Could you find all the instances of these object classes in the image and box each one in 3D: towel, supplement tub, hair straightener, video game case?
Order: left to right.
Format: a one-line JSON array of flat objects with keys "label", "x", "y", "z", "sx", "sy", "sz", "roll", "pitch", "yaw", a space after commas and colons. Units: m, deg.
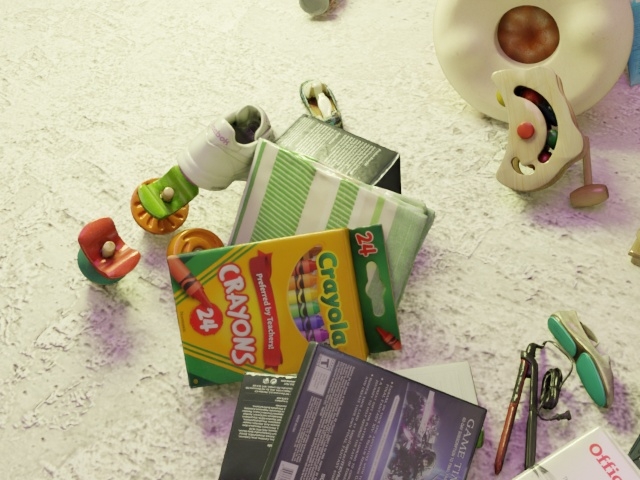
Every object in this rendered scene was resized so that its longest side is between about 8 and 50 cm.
[{"label": "supplement tub", "x": -0.002, "y": -0.602, "z": 1.770, "sx": 0.106, "sy": 0.106, "sz": 0.197, "roll": 1, "pitch": 52, "yaw": 9}, {"label": "towel", "x": 0.000, "y": 0.000, "z": 1.238, "sx": 0.325, "sy": 0.247, "sz": 0.038, "roll": 26, "pitch": 17, "yaw": 25}, {"label": "video game case", "x": 0.072, "y": 0.262, "z": 0.965, "sx": 0.026, "sy": 0.274, "sz": 0.196, "roll": 0, "pitch": 67, "yaw": 63}, {"label": "hair straightener", "x": 0.313, "y": 0.237, "z": 1.100, "sx": 0.089, "sy": 0.047, "sz": 0.230, "roll": 12, "pitch": 50, "yaw": 17}]

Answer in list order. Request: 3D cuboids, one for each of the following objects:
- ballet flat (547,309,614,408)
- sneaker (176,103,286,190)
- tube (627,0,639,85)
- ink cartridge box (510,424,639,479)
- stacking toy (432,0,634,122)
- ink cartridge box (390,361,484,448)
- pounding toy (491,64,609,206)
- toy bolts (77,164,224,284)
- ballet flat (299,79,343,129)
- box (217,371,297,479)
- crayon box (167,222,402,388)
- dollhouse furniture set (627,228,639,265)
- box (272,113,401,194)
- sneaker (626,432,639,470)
[{"label": "ballet flat", "x": 0.394, "y": 0.166, "z": 1.133, "sx": 0.053, "sy": 0.057, "sz": 0.168, "roll": -12, "pitch": 51, "yaw": -14}, {"label": "sneaker", "x": -0.110, "y": -0.167, "z": 1.356, "sx": 0.114, "sy": 0.152, "sz": 0.305, "roll": 49, "pitch": 29, "yaw": 10}, {"label": "tube", "x": 0.614, "y": -0.409, "z": 1.499, "sx": 0.080, "sy": 0.052, "sz": 0.207, "roll": -15, "pitch": 95, "yaw": -1}, {"label": "ink cartridge box", "x": 0.292, "y": 0.363, "z": 0.927, "sx": 0.237, "sy": 0.100, "sz": 0.172, "roll": -33, "pitch": 53, "yaw": 0}, {"label": "stacking toy", "x": 0.448, "y": -0.471, "z": 1.518, "sx": 0.351, "sy": 0.350, "sz": 0.480, "roll": 15, "pitch": 39, "yaw": 19}, {"label": "ink cartridge box", "x": 0.118, "y": 0.244, "z": 1.101, "sx": 0.210, "sy": 0.062, "sz": 0.108, "roll": -7, "pitch": 52, "yaw": 2}, {"label": "pounding toy", "x": 0.382, "y": -0.168, "z": 1.357, "sx": 0.154, "sy": 0.155, "sz": 0.269, "roll": -23, "pitch": 82, "yaw": 24}, {"label": "toy bolts", "x": -0.295, "y": 0.018, "z": 1.321, "sx": 0.229, "sy": 0.158, "sz": 0.218, "roll": -33, "pitch": 88, "yaw": -27}, {"label": "ballet flat", "x": 0.002, "y": -0.277, "z": 1.535, "sx": 0.070, "sy": 0.070, "sz": 0.188, "roll": -19, "pitch": 51, "yaw": -7}, {"label": "box", "x": -0.062, "y": 0.283, "z": 1.037, "sx": 0.093, "sy": 0.156, "sz": 0.158, "roll": 3, "pitch": 52, "yaw": 11}, {"label": "crayon box", "x": -0.051, "y": 0.094, "z": 1.149, "sx": 0.319, "sy": 0.081, "sz": 0.202, "roll": -10, "pitch": 91, "yaw": 8}, {"label": "dollhouse furniture set", "x": 0.669, "y": -0.030, "z": 1.173, "sx": 0.303, "sy": 0.173, "sz": 0.355, "roll": 26, "pitch": 60, "yaw": 25}, {"label": "box", "x": 0.028, "y": -0.102, "z": 1.335, "sx": 0.207, "sy": 0.153, "sz": 0.108, "roll": 27, "pitch": 59, "yaw": 25}, {"label": "sneaker", "x": 0.443, "y": 0.223, "z": 1.001, "sx": 0.086, "sy": 0.163, "sz": 0.226, "roll": 12, "pitch": 49, "yaw": 41}]
